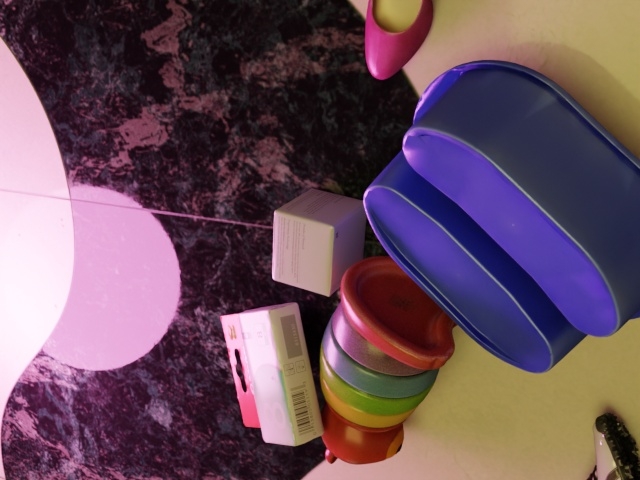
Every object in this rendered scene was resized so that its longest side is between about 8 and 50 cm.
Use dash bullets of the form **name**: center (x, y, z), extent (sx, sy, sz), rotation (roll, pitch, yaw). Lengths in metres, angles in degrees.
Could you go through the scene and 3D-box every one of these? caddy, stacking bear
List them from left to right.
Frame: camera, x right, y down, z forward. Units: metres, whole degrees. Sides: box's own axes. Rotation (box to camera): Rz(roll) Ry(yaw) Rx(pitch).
- **stacking bear**: center (0.073, 0.178, 0.988), extent (0.164, 0.175, 0.289), rotation (27, 127, 17)
- **caddy**: center (0.215, -0.030, 0.810), extent (0.341, 0.179, 0.241), rotation (46, 147, 7)

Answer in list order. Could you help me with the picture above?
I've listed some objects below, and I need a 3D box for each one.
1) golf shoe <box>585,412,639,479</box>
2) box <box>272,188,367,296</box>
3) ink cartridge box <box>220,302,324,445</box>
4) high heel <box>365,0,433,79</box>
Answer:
- **golf shoe**: center (0.345, 0.304, 0.920), extent (0.093, 0.077, 0.198), rotation (-13, 100, 33)
- **box**: center (0.000, 0.000, 0.988), extent (0.087, 0.101, 0.102), rotation (15, 117, 25)
- **ink cartridge box**: center (-0.091, 0.188, 1.078), extent (0.224, 0.056, 0.181), rotation (-15, 86, 53)
- **high heel**: center (0.084, -0.284, 0.819), extent (0.082, 0.117, 0.244), rotation (33, 121, 15)
